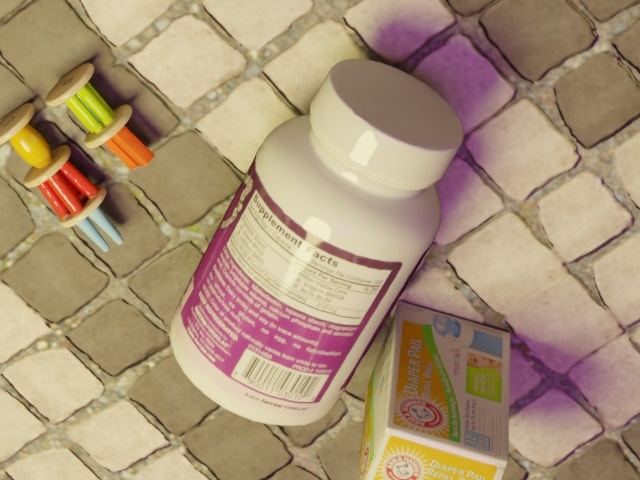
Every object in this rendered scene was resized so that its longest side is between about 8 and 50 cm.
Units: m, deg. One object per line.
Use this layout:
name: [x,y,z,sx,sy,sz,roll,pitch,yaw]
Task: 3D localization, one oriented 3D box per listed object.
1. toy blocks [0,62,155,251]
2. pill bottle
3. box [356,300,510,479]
toy blocks: [-0.200,-0.067,1.737,0.123,0.054,0.148,-31,114,22]
pill bottle: [0.000,0.000,1.695,0.169,0.169,0.301,24,120,-9]
box: [0.101,0.161,1.762,0.114,0.203,0.103,16,121,-5]
